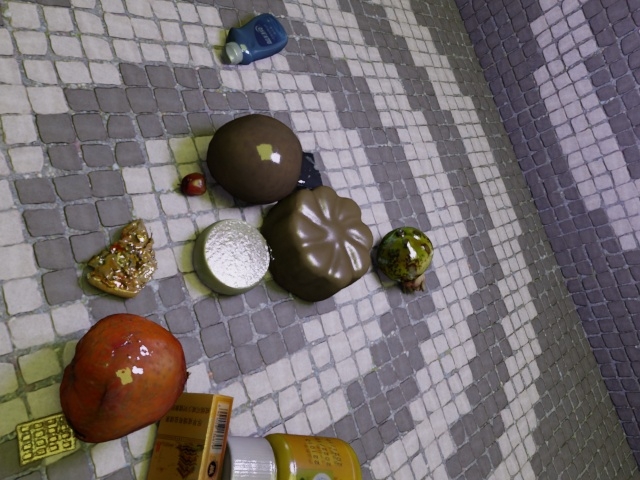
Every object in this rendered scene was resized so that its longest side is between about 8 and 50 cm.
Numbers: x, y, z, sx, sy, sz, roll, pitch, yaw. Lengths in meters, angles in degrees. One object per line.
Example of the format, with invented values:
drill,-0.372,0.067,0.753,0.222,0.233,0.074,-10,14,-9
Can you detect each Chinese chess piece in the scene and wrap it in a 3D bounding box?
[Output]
Chinese chess piece,-0.261,0.050,1.322,0.237,0.092,0.238,14,65,-32

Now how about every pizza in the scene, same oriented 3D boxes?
pizza,-0.495,0.049,1.164,0.147,0.069,0.226,43,54,-14

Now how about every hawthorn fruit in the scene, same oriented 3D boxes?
hawthorn fruit,-0.378,-0.167,1.325,0.077,0.077,0.077,13,66,-33
hawthorn fruit,-0.420,0.308,1.019,0.307,0.275,0.276,16,64,-48

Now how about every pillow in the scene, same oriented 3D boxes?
pillow,-0.058,-0.256,1.576,0.141,0.055,0.208,9,45,-34

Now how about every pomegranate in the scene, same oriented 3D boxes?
pomegranate,0.340,0.083,1.685,0.221,0.204,0.277,-33,92,-21

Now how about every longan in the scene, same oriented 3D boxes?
longan,-0.200,-0.249,1.363,0.297,0.297,0.298,13,66,-33

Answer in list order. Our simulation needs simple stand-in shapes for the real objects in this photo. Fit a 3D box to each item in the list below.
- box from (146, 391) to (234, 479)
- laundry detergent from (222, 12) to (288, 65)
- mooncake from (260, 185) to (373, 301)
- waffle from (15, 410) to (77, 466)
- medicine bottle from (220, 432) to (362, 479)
box,-0.316,0.508,1.058,0.076,0.174,0.274,36,52,-49
laundry detergent,-0.248,-0.717,1.603,0.143,0.094,0.290,54,51,-13
mooncake,0.000,0.000,1.466,0.378,0.200,0.379,14,66,-34
waffle,-0.592,0.431,0.984,0.134,0.021,0.092,-5,76,-37
medicine bottle,-0.098,0.622,1.154,0.384,0.224,0.225,21,62,-30
